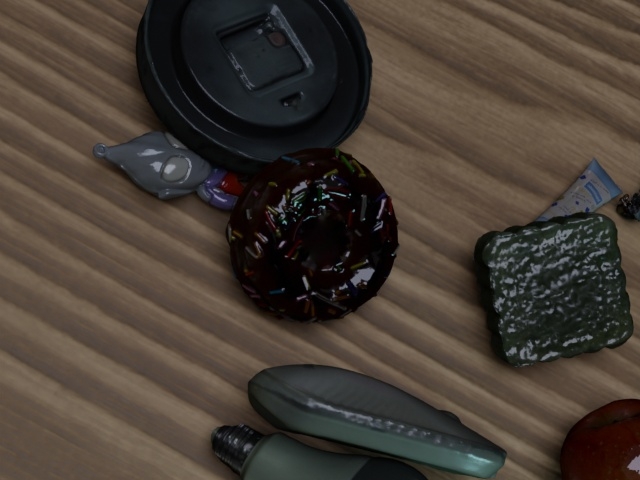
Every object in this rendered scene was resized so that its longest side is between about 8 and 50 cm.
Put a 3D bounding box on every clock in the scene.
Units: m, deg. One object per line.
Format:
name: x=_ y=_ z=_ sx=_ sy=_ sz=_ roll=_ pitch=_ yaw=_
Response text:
clock: x=-0.087 y=-0.240 z=1.899 sx=0.325 sy=0.067 sz=0.325 roll=10 pitch=65 yaw=-21

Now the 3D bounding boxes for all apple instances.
apple: x=0.397 y=0.295 z=1.824 sx=0.181 sy=0.181 sz=0.168 roll=-28 pitch=105 yaw=-18

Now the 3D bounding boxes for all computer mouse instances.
computer mouse: x=0.070 y=0.217 z=1.761 sx=0.331 sy=0.197 sz=0.095 roll=16 pitch=85 yaw=-11

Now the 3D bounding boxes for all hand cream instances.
hand cream: x=0.344 y=-0.041 z=1.981 sx=0.170 sy=0.043 sz=0.065 roll=-40 pitch=91 yaw=-23

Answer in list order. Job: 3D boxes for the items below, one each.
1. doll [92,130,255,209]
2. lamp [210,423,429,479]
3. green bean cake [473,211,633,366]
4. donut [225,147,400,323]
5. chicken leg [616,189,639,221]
doll: x=-0.186 y=-0.094 z=1.869 sx=0.227 sy=0.075 sz=0.102 roll=15 pitch=54 yaw=-19
lamp: x=0.015 y=0.327 z=1.760 sx=0.314 sy=0.182 sz=0.182 roll=26 pitch=66 yaw=32
green bean cake: x=0.303 y=0.063 z=1.892 sx=0.185 sy=0.094 sz=0.183 roll=-12 pitch=96 yaw=-12
donut: x=0.000 y=0.000 z=1.826 sx=0.235 sy=0.089 sz=0.235 roll=-4 pitch=102 yaw=-21
chicken leg: x=0.524 y=-0.106 z=2.036 sx=0.253 sy=0.051 sz=0.106 roll=-22 pitch=84 yaw=-14
